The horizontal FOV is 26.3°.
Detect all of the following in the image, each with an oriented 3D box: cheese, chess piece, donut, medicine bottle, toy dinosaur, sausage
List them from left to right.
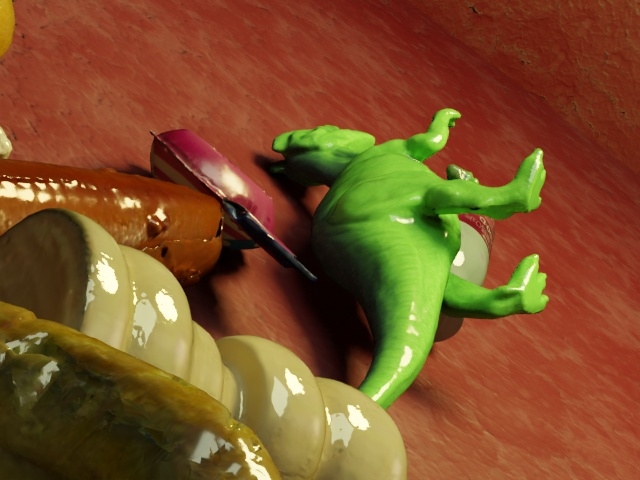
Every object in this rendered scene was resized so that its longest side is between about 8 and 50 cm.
[{"bbox_3d":[-0.132,0.137,0.567,0.261,0.128,0.208,17,53,14],"label":"donut"},{"bbox_3d":[-0.180,-0.006,0.964,0.102,0.102,0.330,47,21,25],"label":"sausage"},{"bbox_3d":[-0.071,0.116,0.816,0.299,0.167,0.167,30,21,-35],"label":"chess piece"},{"bbox_3d":[-0.079,-0.029,1.168,0.155,0.062,0.244,43,-1,-38],"label":"cheese"},{"bbox_3d":[0.000,0.000,1.245,0.374,0.144,0.500,15,32,35],"label":"toy dinosaur"},{"bbox_3d":[0.126,0.024,1.406,0.090,0.090,0.217,35,26,-5],"label":"medicine bottle"}]

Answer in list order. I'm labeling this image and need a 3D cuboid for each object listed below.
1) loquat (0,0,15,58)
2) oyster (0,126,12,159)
[{"bbox_3d":[-0.308,-0.175,1.070,0.141,0.141,0.141,32,21,-14],"label":"loquat"},{"bbox_3d":[-0.299,-0.099,0.938,0.191,0.081,0.163,24,4,-8],"label":"oyster"}]
